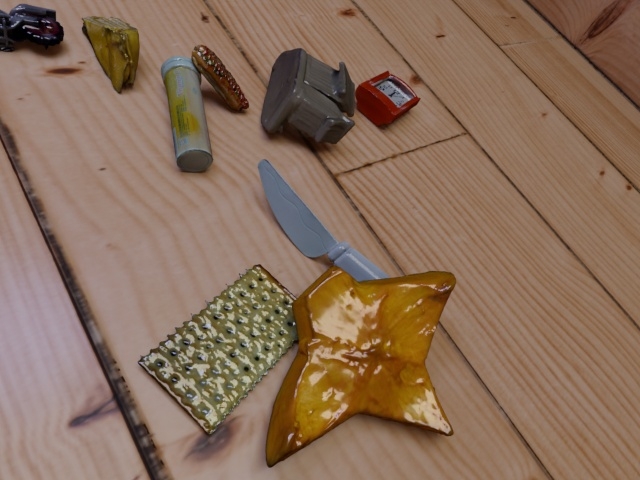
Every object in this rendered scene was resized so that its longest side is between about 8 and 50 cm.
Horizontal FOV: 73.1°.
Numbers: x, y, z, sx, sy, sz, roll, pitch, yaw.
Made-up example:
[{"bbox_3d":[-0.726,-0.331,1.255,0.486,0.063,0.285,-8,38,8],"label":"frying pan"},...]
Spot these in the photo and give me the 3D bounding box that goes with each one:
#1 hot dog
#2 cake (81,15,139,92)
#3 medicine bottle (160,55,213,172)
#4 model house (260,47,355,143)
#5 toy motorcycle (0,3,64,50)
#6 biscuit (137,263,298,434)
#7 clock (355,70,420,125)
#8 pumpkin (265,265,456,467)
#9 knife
[{"bbox_3d":[-0.189,-0.310,0.828,0.144,0.038,0.062,49,26,-36],"label":"hot dog"},{"bbox_3d":[-0.382,-0.353,0.814,0.184,0.116,0.079,28,38,37],"label":"cake"},{"bbox_3d":[-0.238,-0.227,0.774,0.073,0.074,0.218,-3,62,-26],"label":"medicine bottle"},{"bbox_3d":[-0.011,-0.296,0.892,0.188,0.122,0.230,17,57,-20],"label":"model house"},{"bbox_3d":[-0.560,-0.382,0.728,0.215,0.080,0.123,-6,64,-33],"label":"toy motorcycle"},{"bbox_3d":[-0.121,0.139,0.617,0.139,0.016,0.231,42,52,6],"label":"biscuit"},{"bbox_3d":[0.160,-0.339,1.035,0.113,0.061,0.155,43,48,7],"label":"clock"},{"bbox_3d":[0.063,0.163,0.614,0.290,0.095,0.259,5,76,-20],"label":"pumpkin"},{"bbox_3d":[-0.001,0.002,0.725,0.331,0.080,0.044,45,30,5],"label":"knife"}]
